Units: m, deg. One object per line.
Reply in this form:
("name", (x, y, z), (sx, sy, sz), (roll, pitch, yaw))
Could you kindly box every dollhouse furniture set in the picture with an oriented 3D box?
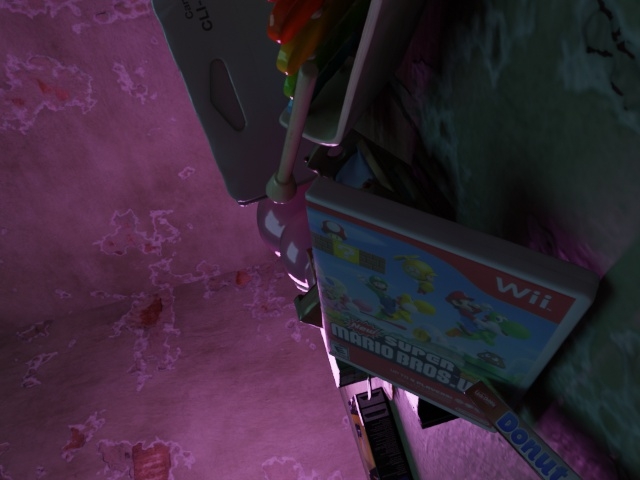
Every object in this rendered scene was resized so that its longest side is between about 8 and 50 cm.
("dollhouse furniture set", (0.023, -0.010, 0.578), (0.129, 0.184, 0.129), (24, -151, -34))

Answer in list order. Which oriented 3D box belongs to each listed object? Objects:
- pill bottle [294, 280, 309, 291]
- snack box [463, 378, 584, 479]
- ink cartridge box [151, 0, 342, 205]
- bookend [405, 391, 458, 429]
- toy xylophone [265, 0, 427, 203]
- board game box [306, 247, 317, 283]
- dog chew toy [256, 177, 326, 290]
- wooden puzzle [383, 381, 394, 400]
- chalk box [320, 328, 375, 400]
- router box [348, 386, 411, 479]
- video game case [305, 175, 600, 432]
("pill bottle", (-0.020, -0.013, 1.303), (0.153, 0.153, 0.265), (-118, 15, -66))
("snack box", (0.176, 0.175, 0.377), (0.064, 0.022, 0.178), (47, 180, -24))
("ink cartridge box", (-0.110, -0.260, 0.729), (0.385, 0.160, 0.279), (-115, 6, -58))
("bookend", (0.128, 0.116, 0.624), (0.156, 0.072, 0.157), (-113, 11, -48))
("toy xylophone", (0.014, -0.170, 0.408), (0.081, 0.236, 0.323), (34, 155, 5))
("board game box", (0.063, 0.079, 0.770), (0.281, 0.027, 0.145), (2, -107, -68))
("dog chew toy", (0.000, 0.000, 1.010), (0.207, 0.206, 0.332), (82, 163, -46))
("wooden puzzle", (0.156, 0.325, 1.172), (0.116, 0.014, 0.079), (-121, 21, -69))
("chalk box", (0.081, 0.213, 1.032), (0.132, 0.132, 0.213), (88, 165, -61))
("router box", (0.154, 0.542, 1.381), (0.309, 0.081, 0.243), (90, 164, -68))
("video game case", (0.091, 0.077, 0.453), (0.025, 0.204, 0.285), (-57, -23, -30))
